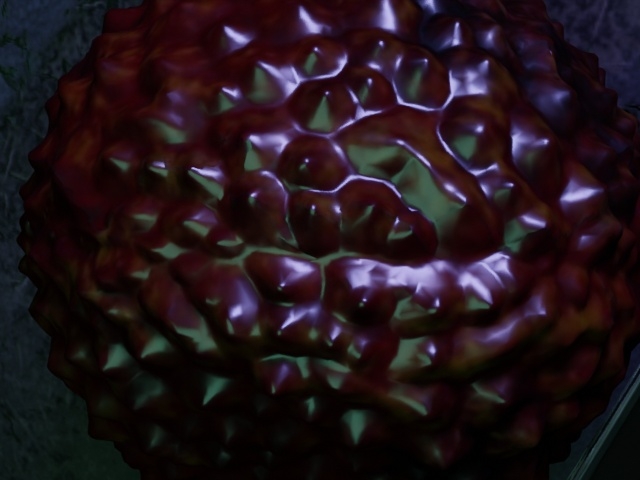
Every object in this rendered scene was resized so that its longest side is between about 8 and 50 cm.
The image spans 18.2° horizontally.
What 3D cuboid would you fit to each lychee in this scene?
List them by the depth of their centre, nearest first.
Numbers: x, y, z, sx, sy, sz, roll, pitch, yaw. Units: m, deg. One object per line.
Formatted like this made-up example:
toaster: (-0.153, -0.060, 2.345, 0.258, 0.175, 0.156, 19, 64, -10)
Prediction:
lychee: (0.000, 0.000, 1.338, 0.500, 0.424, 0.425, 13, 116, 61)

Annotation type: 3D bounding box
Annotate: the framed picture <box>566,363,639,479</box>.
framed picture: (0.266, 0.109, 1.327, 0.014, 0.252, 0.197, 48, 125, 34)
